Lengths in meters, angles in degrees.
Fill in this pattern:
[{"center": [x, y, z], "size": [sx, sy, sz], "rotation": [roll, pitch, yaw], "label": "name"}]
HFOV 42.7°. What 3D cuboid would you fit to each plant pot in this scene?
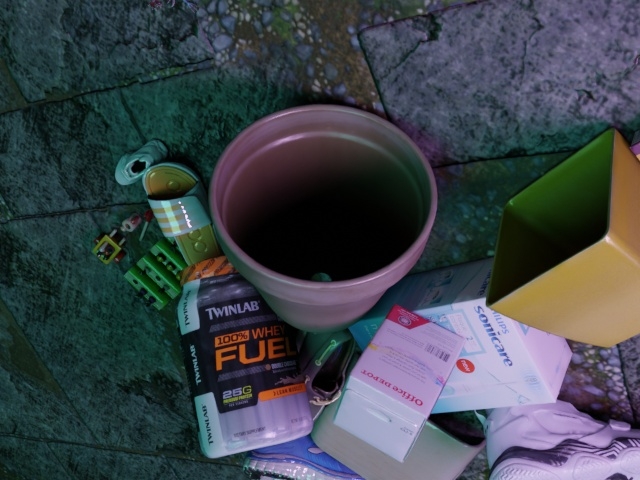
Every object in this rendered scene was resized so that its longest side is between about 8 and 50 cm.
[{"center": [0.000, 0.000, 1.268], "size": [0.323, 0.323, 0.280], "rotation": [25, 150, 13], "label": "plant pot"}, {"center": [0.375, 0.020, 1.101], "size": [0.187, 0.212, 0.212], "rotation": [35, 137, -14], "label": "plant pot"}]

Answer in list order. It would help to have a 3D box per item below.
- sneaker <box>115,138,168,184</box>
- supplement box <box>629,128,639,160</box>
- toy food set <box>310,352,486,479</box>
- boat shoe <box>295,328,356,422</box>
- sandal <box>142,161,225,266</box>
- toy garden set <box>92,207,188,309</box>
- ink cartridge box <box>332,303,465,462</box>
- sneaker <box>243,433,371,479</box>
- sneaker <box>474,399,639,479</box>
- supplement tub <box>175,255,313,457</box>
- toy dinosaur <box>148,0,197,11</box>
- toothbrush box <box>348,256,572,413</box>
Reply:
[{"center": [-0.346, -0.138, 1.520], "size": [0.152, 0.061, 0.053], "rotation": [-27, 110, 44], "label": "sneaker"}, {"center": [0.445, -0.127, 1.039], "size": [0.055, 0.043, 0.083], "rotation": [47, 136, -10], "label": "supplement box"}, {"center": [0.148, 0.380, 1.621], "size": [0.306, 0.092, 0.219], "rotation": [33, 124, 4], "label": "toy food set"}, {"center": [-0.005, 0.258, 1.561], "size": [0.091, 0.109, 0.305], "rotation": [46, 136, 36], "label": "boat shoe"}, {"center": [-0.239, -0.024, 1.510], "size": [0.102, 0.076, 0.265], "rotation": [-20, 122, 4], "label": "sandal"}, {"center": [-0.355, 0.034, 1.671], "size": [0.204, 0.049, 0.244], "rotation": [45, 135, -7], "label": "toy garden set"}, {"center": [0.119, 0.215, 1.248], "size": [0.128, 0.176, 0.127], "rotation": [28, 133, 13], "label": "ink cartridge box"}, {"center": [0.012, 0.453, 1.723], "size": [0.330, 0.147, 0.130], "rotation": [14, 148, -4], "label": "sneaker"}, {"center": [0.433, 0.314, 1.347], "size": [0.366, 0.210, 0.137], "rotation": [-5, 130, -7], "label": "sneaker"}, {"center": [-0.144, 0.204, 1.480], "size": [0.207, 0.207, 0.338], "rotation": [-24, 75, 42], "label": "supplement tub"}, {"center": [-0.230, -0.387, 1.261], "size": [0.082, 0.047, 0.090], "rotation": [-33, 94, 25], "label": "toy dinosaur"}, {"center": [0.228, 0.162, 1.353], "size": [0.295, 0.126, 0.216], "rotation": [-15, 115, 38], "label": "toothbrush box"}]
